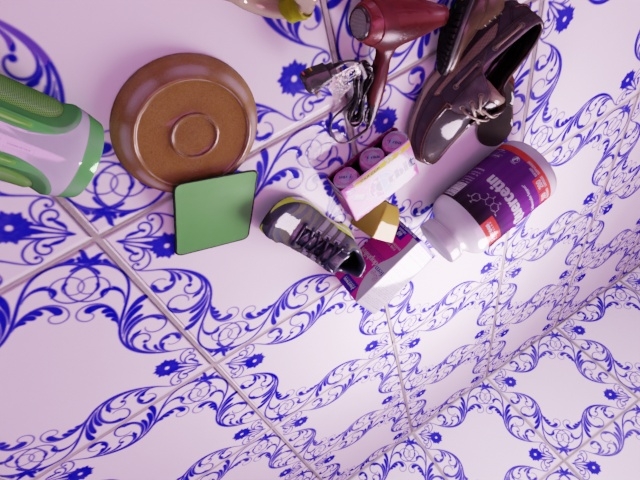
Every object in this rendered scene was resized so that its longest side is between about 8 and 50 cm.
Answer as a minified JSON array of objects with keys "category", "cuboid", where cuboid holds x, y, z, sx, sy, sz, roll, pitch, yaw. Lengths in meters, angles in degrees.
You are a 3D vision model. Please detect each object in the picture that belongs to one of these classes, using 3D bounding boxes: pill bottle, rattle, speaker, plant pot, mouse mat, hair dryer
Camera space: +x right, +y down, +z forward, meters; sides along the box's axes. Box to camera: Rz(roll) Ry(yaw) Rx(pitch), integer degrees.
[{"category":"pill bottle","cuboid":[0.419,-0.092,1.151,0.323,0.181,0.181,-40,140,-1]},{"category":"rattle","cuboid":[-0.095,-0.373,0.581,0.199,0.130,0.143,9,112,-12]},{"category":"speaker","cuboid":[-0.410,-0.145,0.496,0.296,0.131,0.131,21,112,-47]},{"category":"plant pot","cuboid":[-0.202,-0.169,0.710,0.236,0.032,0.236,-22,138,-21]},{"category":"mouse mat","cuboid":[-0.192,-0.048,0.824,0.152,0.007,0.190,-16,145,-28]},{"category":"hair dryer","cuboid":[0.099,-0.323,0.795,0.293,0.080,0.223,-39,156,8]},{"category":"plant pot","cuboid":[0.136,-0.054,1.049,0.081,0.081,0.083,14,107,-44]}]

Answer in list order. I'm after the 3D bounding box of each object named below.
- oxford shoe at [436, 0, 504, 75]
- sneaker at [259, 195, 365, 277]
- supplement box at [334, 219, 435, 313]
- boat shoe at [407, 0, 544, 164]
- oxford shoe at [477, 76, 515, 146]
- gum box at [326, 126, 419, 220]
[{"category":"oxford shoe","cuboid":[0.282,-0.406,0.812,0.096,0.083,0.227,10,125,-15]},{"category":"sneaker","cuboid":[0.000,0.000,0.954,0.299,0.121,0.111,20,112,-46]},{"category":"supplement box","cuboid":[0.164,0.064,1.150,0.220,0.111,0.114,-46,140,7]},{"category":"boat shoe","cuboid":[0.302,-0.303,0.904,0.132,0.130,0.356,4,123,-40]},{"category":"oxford shoe","cuboid":[0.415,-0.305,1.046,0.212,0.076,0.076,77,29,-58]},{"category":"gum box","cuboid":[0.118,-0.143,0.961,0.188,0.062,0.107,-37,141,-3]}]
